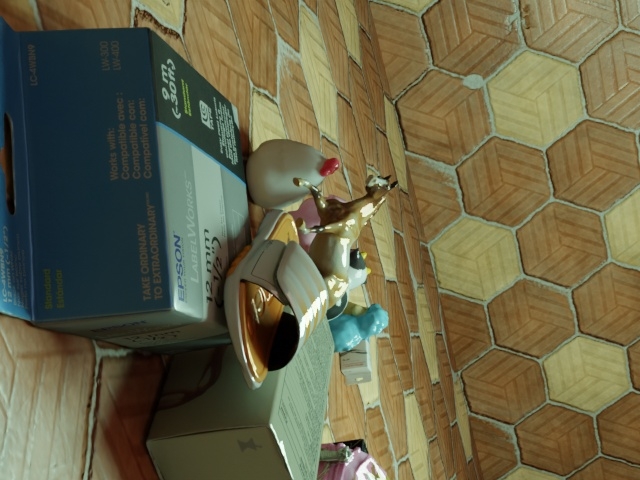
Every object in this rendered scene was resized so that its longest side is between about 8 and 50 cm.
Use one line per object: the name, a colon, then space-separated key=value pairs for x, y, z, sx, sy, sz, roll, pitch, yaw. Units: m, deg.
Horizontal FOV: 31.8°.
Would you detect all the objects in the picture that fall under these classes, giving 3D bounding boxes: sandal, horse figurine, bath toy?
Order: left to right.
sandal: x=-0.030 y=0.037 z=1.084 sx=0.265 sy=0.076 sz=0.102 roll=-73 pitch=152 yaw=-60
bath toy: x=0.000 y=0.000 z=1.630 sx=0.151 sy=0.129 sz=0.348 roll=-81 pitch=157 yaw=-54
horse figurine: x=0.001 y=0.024 z=1.517 sx=0.174 sy=0.066 sz=0.263 roll=8 pitch=100 yaw=-55

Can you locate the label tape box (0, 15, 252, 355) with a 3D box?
label tape box: x=-0.162 y=-0.042 z=0.988 sx=0.347 sy=0.115 sz=0.249 roll=41 pitch=41 yaw=-73

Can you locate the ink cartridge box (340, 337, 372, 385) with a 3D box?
ink cartridge box: x=0.060 y=0.200 z=1.907 sx=0.028 sy=0.048 sz=0.083 roll=58 pitch=24 yaw=-58

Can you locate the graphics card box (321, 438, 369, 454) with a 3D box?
graphics card box: x=0.060 y=0.491 z=1.585 sx=0.233 sy=0.094 sz=0.371 roll=-82 pitch=159 yaw=-53

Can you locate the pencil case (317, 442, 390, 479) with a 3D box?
pencil case: x=-0.016 y=0.370 z=1.204 sx=0.167 sy=0.160 sz=0.386 roll=62 pitch=18 yaw=-15

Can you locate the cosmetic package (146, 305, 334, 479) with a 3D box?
cosmetic package: x=-0.073 y=0.156 z=1.185 sx=0.296 sy=0.129 sz=0.153 roll=-80 pitch=158 yaw=-58
